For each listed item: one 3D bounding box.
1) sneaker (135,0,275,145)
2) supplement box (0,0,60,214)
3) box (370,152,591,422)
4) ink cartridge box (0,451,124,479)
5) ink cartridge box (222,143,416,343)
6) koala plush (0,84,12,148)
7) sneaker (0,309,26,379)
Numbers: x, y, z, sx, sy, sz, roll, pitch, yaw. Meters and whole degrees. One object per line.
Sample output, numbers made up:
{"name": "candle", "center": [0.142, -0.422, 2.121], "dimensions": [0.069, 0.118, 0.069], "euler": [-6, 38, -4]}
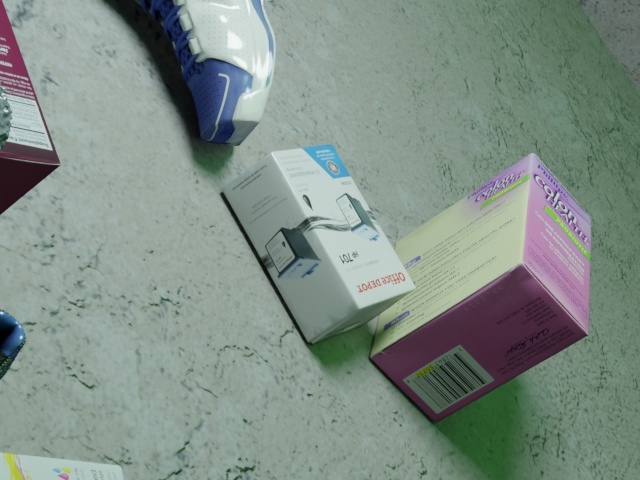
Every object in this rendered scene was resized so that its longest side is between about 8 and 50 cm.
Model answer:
{"name": "sneaker", "center": [-0.149, -0.259, 1.489], "dimensions": [0.182, 0.127, 0.315], "euler": [5, 72, -17]}
{"name": "supplement box", "center": [-0.297, -0.117, 1.116], "dimensions": [0.081, 0.104, 0.188], "euler": [7, 55, -55]}
{"name": "box", "center": [0.187, 0.051, 1.566], "dimensions": [0.117, 0.214, 0.243], "euler": [45, 29, -18]}
{"name": "ink cartridge box", "center": [-0.208, 0.216, 0.932], "dimensions": [0.175, 0.072, 0.127], "euler": [18, 46, -49]}
{"name": "ink cartridge box", "center": [0.000, 0.000, 1.474], "dimensions": [0.190, 0.082, 0.140], "euler": [59, 28, 9]}
{"name": "koala plush", "center": [-0.371, -0.102, 0.953], "dimensions": [0.221, 0.203, 0.196], "euler": [-26, 95, -41]}
{"name": "sneaker", "center": [-0.288, 0.084, 0.934], "dimensions": [0.083, 0.087, 0.221], "euler": [58, 28, 6]}
